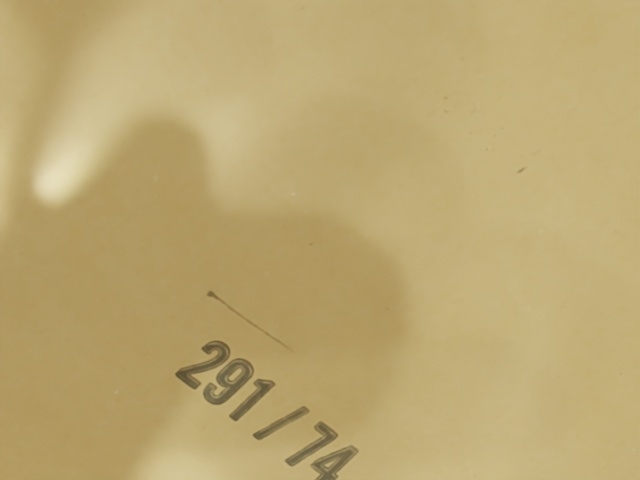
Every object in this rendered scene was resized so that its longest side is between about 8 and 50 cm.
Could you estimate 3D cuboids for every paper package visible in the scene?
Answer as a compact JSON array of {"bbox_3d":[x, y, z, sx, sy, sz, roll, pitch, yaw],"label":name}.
[{"bbox_3d":[0.000,0.000,0.535,0.325,0.168,0.309,36,108,-19],"label":"paper package"}]
